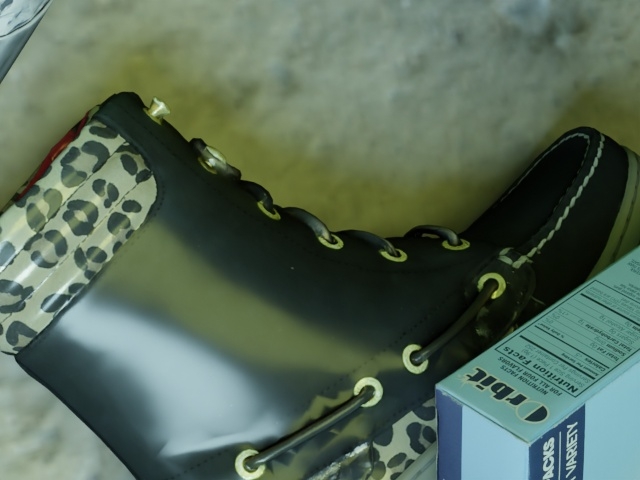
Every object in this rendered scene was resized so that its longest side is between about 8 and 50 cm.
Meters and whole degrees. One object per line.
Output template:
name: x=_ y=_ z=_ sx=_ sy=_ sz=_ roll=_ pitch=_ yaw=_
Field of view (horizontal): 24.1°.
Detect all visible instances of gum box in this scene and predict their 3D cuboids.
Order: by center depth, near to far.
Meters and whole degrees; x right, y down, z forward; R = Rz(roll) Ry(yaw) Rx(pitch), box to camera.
gum box: x=0.116 y=0.076 z=0.532 sx=0.184 sy=0.041 sz=0.157 roll=-29 pitch=133 yaw=-33

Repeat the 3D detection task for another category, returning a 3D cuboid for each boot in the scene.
boot: x=0.000 y=0.000 z=0.528 sx=0.178 sy=0.085 sz=0.236 roll=45 pitch=67 yaw=-9

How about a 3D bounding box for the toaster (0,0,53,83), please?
toaster: x=-0.126 y=-0.141 z=0.454 sx=0.129 sy=0.146 sz=0.227 roll=20 pitch=76 yaw=-21
